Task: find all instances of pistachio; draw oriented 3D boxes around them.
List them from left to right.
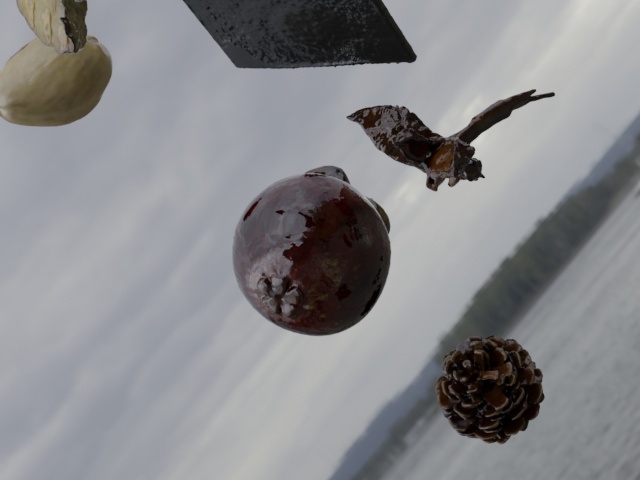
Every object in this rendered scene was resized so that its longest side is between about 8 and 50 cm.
[{"bbox_3d":[-0.418,-0.247,2.243,0.200,0.145,0.117,-33,17,-9],"label":"pistachio"}]

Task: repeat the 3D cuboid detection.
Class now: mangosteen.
[{"bbox_3d":[0.000,0.000,1.888,0.215,0.215,0.257,-57,0,43],"label":"mangosteen"}]

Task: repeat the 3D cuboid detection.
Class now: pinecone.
[{"bbox_3d":[0.241,0.211,2.076,0.173,0.173,0.173,-48,-8,-9],"label":"pinecone"}]

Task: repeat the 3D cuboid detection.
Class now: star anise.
[{"bbox_3d":[0.137,-0.116,1.411,0.140,0.158,0.144,25,-84,-40],"label":"star anise"}]

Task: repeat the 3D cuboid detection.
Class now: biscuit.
[{"bbox_3d":[-0.316,-0.308,1.671,0.061,0.183,0.118,-25,18,-34],"label":"biscuit"}]

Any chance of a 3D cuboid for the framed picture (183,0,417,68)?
[{"bbox_3d":[-0.071,-0.283,1.467,0.324,0.244,0.013,51,-128,-43],"label":"framed picture"}]
